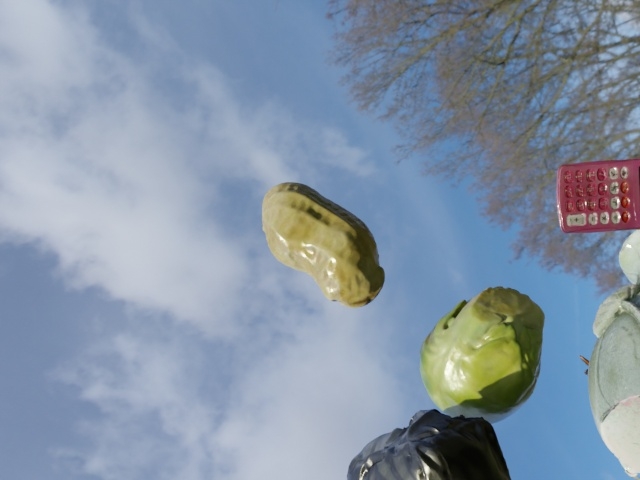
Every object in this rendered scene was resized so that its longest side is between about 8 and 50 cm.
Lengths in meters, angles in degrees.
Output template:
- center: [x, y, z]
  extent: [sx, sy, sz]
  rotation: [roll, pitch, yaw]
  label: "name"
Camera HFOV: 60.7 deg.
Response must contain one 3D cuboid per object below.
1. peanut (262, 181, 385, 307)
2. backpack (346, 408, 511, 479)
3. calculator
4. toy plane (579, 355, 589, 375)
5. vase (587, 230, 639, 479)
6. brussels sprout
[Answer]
- center: [0.004, -0.003, 1.123]
  extent: [0.174, 0.339, 0.159]
  rotation: [-24, -44, -48]
  label: "peanut"
- center: [0.212, 0.520, 1.071]
  extent: [0.254, 0.445, 0.364]
  rotation: [-8, -105, -28]
  label: "backpack"
- center: [0.512, -0.079, 0.949]
  extent: [0.034, 0.190, 0.127]
  rotation: [-19, -75, -73]
  label: "calculator"
- center: [0.809, 0.401, 1.580]
  extent: [0.188, 0.062, 0.135]
  rotation: [33, -160, -2]
  label: "toy plane"
- center: [0.555, 0.145, 0.851]
  extent: [0.250, 0.249, 0.445]
  rotation: [59, -138, -18]
  label: "vase"
- center: [0.380, 0.272, 1.305]
  extent: [0.344, 0.268, 0.345]
  rotation: [20, -90, -75]
  label: "brussels sprout"
